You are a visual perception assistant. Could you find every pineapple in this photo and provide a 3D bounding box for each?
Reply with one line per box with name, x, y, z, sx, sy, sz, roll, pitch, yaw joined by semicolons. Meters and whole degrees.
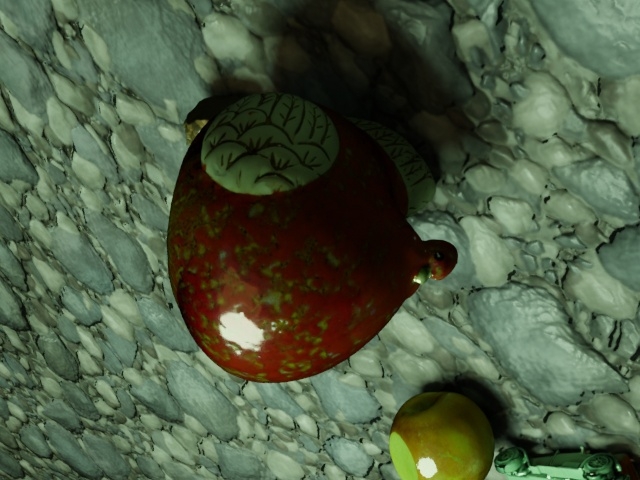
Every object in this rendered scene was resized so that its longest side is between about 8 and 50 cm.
pineapple;-0.076;-0.062;0.882;0.074;0.074;0.159;4;130;36

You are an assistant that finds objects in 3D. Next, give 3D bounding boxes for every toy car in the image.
toy car;0.245;0.240;0.901;0.143;0.054;0.073;-9;117;47

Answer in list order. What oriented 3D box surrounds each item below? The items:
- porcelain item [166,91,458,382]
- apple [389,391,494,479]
porcelain item;0.000;0.000;0.744;0.252;0.253;0.253;21;135;23
apple;0.125;0.206;0.934;0.114;0.099;0.102;-157;50;-68
